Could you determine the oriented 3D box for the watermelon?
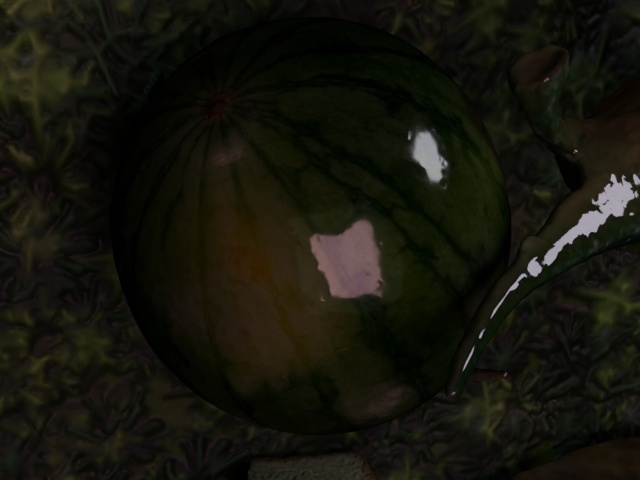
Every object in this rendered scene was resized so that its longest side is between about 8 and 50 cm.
[{"bbox_3d":[0.000,0.000,0.555,0.188,0.188,0.215,-39,140,-4],"label":"watermelon"}]

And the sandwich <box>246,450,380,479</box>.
[{"bbox_3d":[0.002,0.162,0.672,0.093,0.105,0.036,-3,113,-27],"label":"sandwich"}]

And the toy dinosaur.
[{"bbox_3d":[0.201,-0.019,0.620,0.447,0.087,0.301,-49,135,-27],"label":"toy dinosaur"}]

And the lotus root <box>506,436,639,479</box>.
[{"bbox_3d":[0.225,0.311,0.840,0.375,0.111,0.390,-27,121,-13],"label":"lotus root"}]
